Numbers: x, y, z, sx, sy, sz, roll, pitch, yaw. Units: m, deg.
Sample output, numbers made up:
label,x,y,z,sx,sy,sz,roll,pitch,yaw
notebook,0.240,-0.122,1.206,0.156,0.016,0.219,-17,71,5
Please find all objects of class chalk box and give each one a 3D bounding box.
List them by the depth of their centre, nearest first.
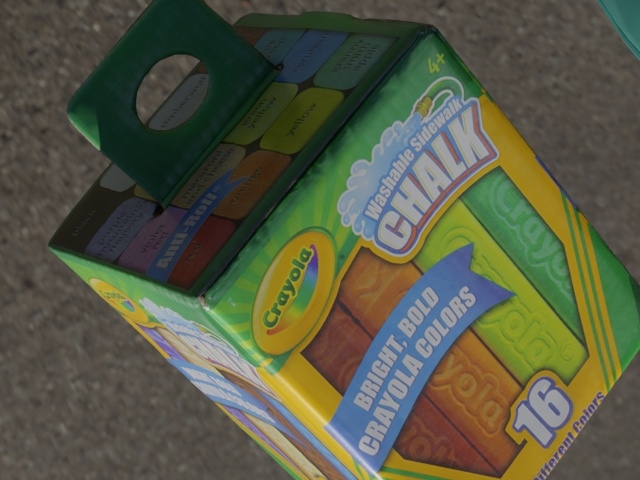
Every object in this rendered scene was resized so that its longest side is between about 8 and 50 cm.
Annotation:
label,x,y,z,sx,sy,sz,roll,pitch,yaw
chalk box,0.000,0.000,0.847,0.180,0.179,0.289,-52,120,-14

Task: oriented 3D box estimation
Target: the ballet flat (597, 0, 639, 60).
label,x,y,z,sx,sy,sz,roll,pitch,yaw
ballet flat,0.205,-0.107,0.621,0.182,0.483,0.164,-7,111,2
